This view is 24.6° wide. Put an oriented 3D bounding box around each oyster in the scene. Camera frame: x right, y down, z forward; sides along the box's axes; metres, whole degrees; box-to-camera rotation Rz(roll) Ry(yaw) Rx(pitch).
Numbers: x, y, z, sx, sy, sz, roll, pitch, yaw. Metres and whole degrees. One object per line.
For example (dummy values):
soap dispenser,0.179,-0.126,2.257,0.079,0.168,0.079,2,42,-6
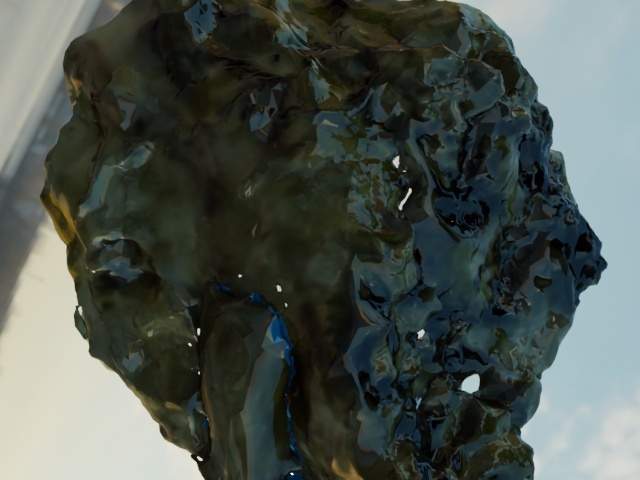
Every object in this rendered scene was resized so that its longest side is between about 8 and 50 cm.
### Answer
oyster,0.000,0.000,0.537,0.083,0.223,0.214,120,-13,-76
